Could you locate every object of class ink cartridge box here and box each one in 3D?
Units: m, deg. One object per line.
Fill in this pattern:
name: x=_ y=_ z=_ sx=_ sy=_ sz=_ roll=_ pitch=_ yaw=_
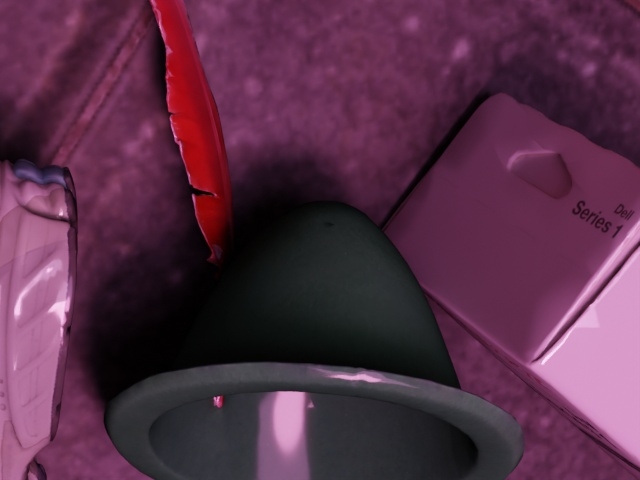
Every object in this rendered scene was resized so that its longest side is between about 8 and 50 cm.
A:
ink cartridge box: x=0.147 y=0.050 z=0.839 sx=0.219 sy=0.160 sz=0.092 roll=40 pitch=89 yaw=-28

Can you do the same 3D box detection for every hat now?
hat: x=0.000 y=0.000 z=0.817 sx=0.173 sy=0.208 sz=0.183 roll=2 pitch=65 yaw=2

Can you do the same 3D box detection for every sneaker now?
sneaker: x=-0.169 y=0.099 z=0.768 sx=0.122 sy=0.110 sz=0.283 roll=7 pitch=103 yaw=-7
